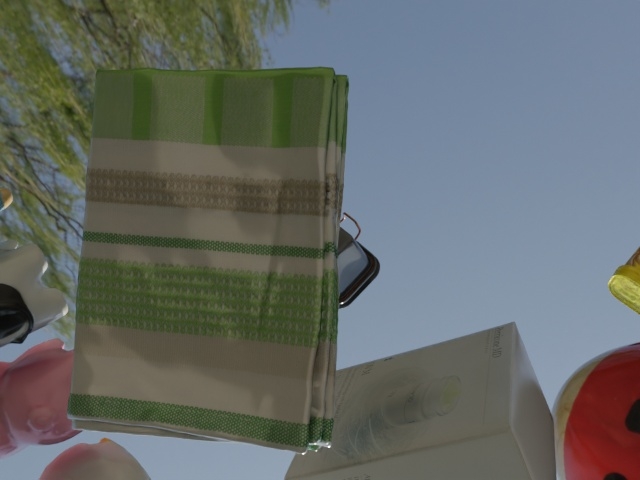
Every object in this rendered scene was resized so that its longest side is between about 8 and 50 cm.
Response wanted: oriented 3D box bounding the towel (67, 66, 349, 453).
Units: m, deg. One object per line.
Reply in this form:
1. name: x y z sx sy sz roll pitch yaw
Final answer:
1. towel: -0.047 0.005 0.333 0.113 0.023 0.152 3 -91 12

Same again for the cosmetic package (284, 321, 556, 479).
1. cosmetic package: 0.113 0.211 0.847 0.225 0.224 0.138 -17 -76 19

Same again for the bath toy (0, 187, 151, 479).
1. bath toy: -0.261 0.123 0.678 0.129 0.151 0.348 -33 -72 -35

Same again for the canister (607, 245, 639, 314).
1. canister: 0.559 0.043 1.321 0.126 0.073 0.170 37 -114 21

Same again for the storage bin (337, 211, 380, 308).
1. storage bin: 0.000 0.000 0.995 0.098 0.091 0.135 -45 -118 -8

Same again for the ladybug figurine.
1. ladybug figurine: 0.430 0.239 0.916 0.162 0.449 0.305 37 -106 -31
